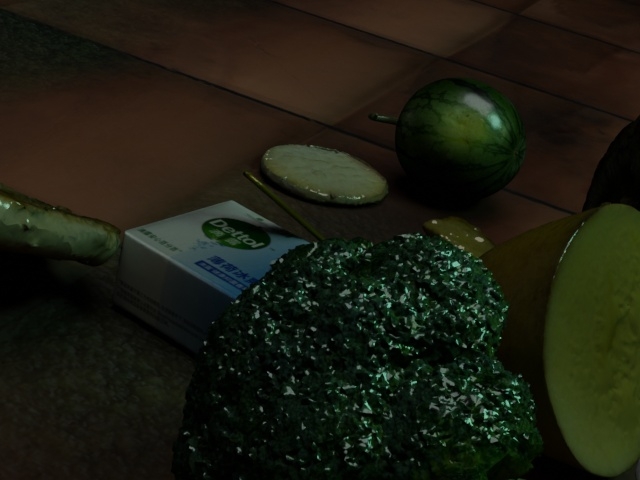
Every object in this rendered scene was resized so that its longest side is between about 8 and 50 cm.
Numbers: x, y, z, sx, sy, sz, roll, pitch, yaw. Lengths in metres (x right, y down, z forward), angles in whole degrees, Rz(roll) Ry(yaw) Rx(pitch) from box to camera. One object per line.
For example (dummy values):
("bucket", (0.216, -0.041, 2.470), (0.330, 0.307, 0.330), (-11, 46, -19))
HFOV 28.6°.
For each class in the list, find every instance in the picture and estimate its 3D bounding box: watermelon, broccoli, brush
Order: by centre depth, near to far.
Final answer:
("broccoli", (0.038, 0.119, 0.771), (0.269, 0.254, 0.269), (37, 34, -30))
("brush", (0.000, 0.000, 1.088), (0.205, 0.011, 0.083), (43, -1, -36))
("watermelon", (0.142, -0.121, 1.431), (0.187, 0.141, 0.140), (24, 25, 31))

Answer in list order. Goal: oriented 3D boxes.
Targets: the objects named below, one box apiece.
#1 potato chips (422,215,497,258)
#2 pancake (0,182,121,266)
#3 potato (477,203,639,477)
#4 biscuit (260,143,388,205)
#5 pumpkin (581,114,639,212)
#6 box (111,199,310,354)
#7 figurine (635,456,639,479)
("potato chips", (0.240, 0.096, 1.084), (0.057, 0.080, 0.407), (-25, 44, -32))
("pancake", (-0.329, -0.057, 0.968), (0.356, 0.065, 0.356), (25, -6, 3))
("potato", (0.169, 0.072, 0.990), (0.178, 0.203, 0.158), (-2, 3, -45))
("biscuit", (0.005, -0.075, 1.398), (0.152, 0.020, 0.152), (11, 24, -5))
("pumpkin", (0.344, -0.019, 1.206), (0.159, 0.238, 0.238), (6, 24, -25))
("box", (-0.052, 0.047, 1.027), (0.194, 0.073, 0.139), (28, 27, 29))
("figurine", (0.132, 0.269, 0.525), (0.284, 0.206, 0.316), (-10, 39, -33))
